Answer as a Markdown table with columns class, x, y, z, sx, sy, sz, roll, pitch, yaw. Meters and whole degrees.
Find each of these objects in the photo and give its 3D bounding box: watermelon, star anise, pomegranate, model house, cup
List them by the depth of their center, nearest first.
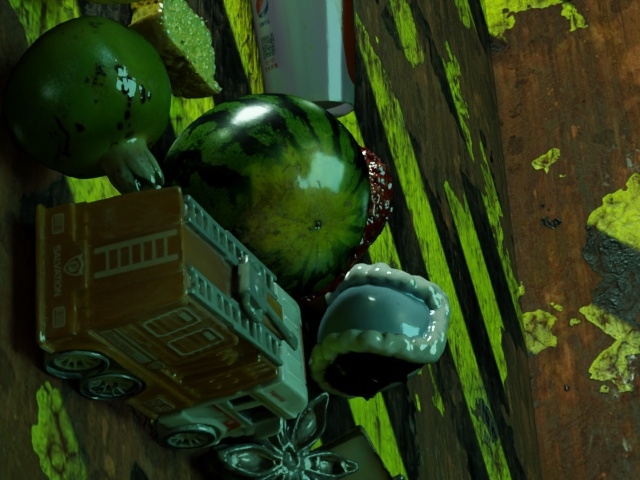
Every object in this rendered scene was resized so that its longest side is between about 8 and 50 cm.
| class | x | y | z | sx | sy | sz | roll | pitch | yaw |
| --- | --- | --- | --- | --- | --- | --- | --- | --- | --- |
| pomegranate | -0.226 | -0.130 | 1.698 | 0.209 | 0.180 | 0.180 | 52 | 11 | 17 |
| watermelon | -0.068 | -0.056 | 2.018 | 0.269 | 0.269 | 0.269 | -14 | 90 | -73 |
| star anise | -0.065 | 0.281 | 2.024 | 0.223 | 0.109 | 0.236 | 36 | 52 | -30 |
| model house | 0.049 | 0.361 | 2.260 | 0.182 | 0.166 | 0.172 | 62 | 1 | 6 |
| cup | -0.024 | -0.338 | 2.538 | 0.203 | 0.203 | 0.288 | 23 | 61 | -68 |

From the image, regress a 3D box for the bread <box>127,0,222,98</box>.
| class | x | y | z | sx | sy | sz | roll | pitch | yaw |
| --- | --- | --- | --- | --- | --- | --- | --- | --- | --- |
| bread | -0.190 | -0.260 | 2.135 | 0.187 | 0.065 | 0.103 | 42 | 35 | -58 |

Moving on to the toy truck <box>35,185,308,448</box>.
| class | x | y | z | sx | sy | sz | roll | pitch | yaw |
| --- | --- | --- | --- | --- | --- | --- | --- | --- | --- |
| toy truck | -0.142 | 0.090 | 1.763 | 0.387 | 0.207 | 0.173 | 46 | 34 | -58 |

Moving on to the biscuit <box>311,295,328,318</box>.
| class | x | y | z | sx | sy | sz | roll | pitch | yaw |
| --- | --- | --- | --- | --- | --- | --- | --- | --- | --- |
| biscuit | 0.001 | 0.000 | 2.560 | 0.262 | 0.037 | 0.261 | -14 | 90 | -73 |

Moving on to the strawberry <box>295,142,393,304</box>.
| class | x | y | z | sx | sy | sz | roll | pitch | yaw |
| --- | --- | --- | --- | --- | --- | --- | --- | --- | --- |
| strawberry | -0.008 | -0.049 | 2.270 | 0.274 | 0.221 | 0.274 | -14 | 90 | -77 |

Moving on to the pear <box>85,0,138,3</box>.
| class | x | y | z | sx | sy | sz | roll | pitch | yaw |
| --- | --- | --- | --- | --- | --- | --- | --- | --- | --- |
| pear | -0.243 | -0.404 | 1.834 | 0.271 | 0.271 | 0.271 | -14 | 90 | -73 |

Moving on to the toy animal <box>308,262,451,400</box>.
| class | x | y | z | sx | sy | sz | roll | pitch | yaw |
| --- | --- | --- | --- | --- | --- | --- | --- | --- | --- |
| toy animal | 0.076 | 0.129 | 2.425 | 0.156 | 0.208 | 0.204 | 34 | 50 | -26 |
